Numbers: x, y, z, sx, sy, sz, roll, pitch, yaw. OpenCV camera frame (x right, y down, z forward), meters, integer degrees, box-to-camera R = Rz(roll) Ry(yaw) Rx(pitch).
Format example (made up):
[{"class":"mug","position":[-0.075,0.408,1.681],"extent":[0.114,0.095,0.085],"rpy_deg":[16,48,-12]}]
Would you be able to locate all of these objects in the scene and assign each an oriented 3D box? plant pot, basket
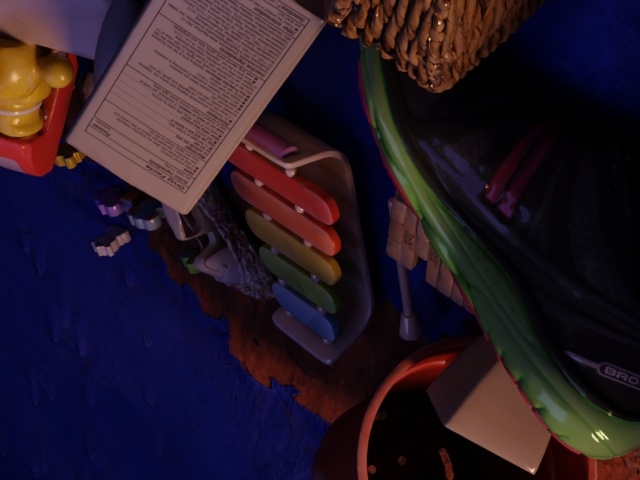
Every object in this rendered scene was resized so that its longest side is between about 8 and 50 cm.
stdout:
[{"class":"plant pot","position":[0.183,0.151,1.492],"extent":[0.109,0.096,0.109],"rpy_deg":[29,-171,-11]},{"class":"plant pot","position":[0.123,0.262,1.667],"extent":[0.272,0.272,0.265],"rpy_deg":[50,157,-2]},{"class":"basket","position":[0.074,-0.288,1.137],"extent":[0.223,0.213,0.299],"rpy_deg":[39,148,14]}]

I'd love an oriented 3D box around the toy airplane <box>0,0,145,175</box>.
[{"class":"toy airplane","position":[-0.354,-0.248,1.664],"extent":[0.386,0.272,0.384],"rpy_deg":[-22,118,40]}]

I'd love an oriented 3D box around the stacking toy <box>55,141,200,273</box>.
[{"class":"stacking toy","position":[-0.255,-0.042,1.988],"extent":[0.221,0.052,0.167],"rpy_deg":[16,136,42]}]

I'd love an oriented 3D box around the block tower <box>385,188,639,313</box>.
[{"class":"block tower","position":[0.210,0.043,1.456],"extent":[0.335,0.091,0.097],"rpy_deg":[35,148,23]}]

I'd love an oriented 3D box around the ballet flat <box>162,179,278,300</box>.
[{"class":"ballet flat","position":[-0.141,-0.010,1.856],"extent":[0.091,0.077,0.241],"rpy_deg":[-9,118,54]}]

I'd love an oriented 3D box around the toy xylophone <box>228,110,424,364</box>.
[{"class":"toy xylophone","position":[0.000,0.000,1.655],"extent":[0.236,0.081,0.323],"rpy_deg":[28,144,47]}]

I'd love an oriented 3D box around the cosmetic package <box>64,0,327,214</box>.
[{"class":"cosmetic package","position":[-0.111,-0.185,1.457],"extent":[0.153,0.129,0.296],"rpy_deg":[33,130,-11]}]

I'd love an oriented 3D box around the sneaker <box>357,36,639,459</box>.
[{"class":"sneaker","position":[0.186,-0.045,1.336],"extent":[0.483,0.202,0.185],"rpy_deg":[60,-176,9]}]
